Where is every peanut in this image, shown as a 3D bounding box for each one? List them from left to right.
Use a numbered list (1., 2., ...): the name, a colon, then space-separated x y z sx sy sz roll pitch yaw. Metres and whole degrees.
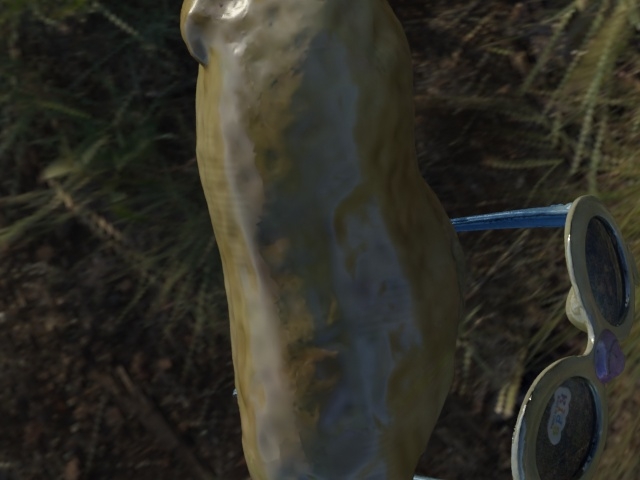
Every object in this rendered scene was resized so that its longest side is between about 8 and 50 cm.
1. peanut: 0.000 0.000 0.562 0.099 0.099 0.214 -8 105 25

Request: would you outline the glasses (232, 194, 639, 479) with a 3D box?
1. glasses: 0.061 0.048 0.886 0.220 0.088 0.190 10 62 17
